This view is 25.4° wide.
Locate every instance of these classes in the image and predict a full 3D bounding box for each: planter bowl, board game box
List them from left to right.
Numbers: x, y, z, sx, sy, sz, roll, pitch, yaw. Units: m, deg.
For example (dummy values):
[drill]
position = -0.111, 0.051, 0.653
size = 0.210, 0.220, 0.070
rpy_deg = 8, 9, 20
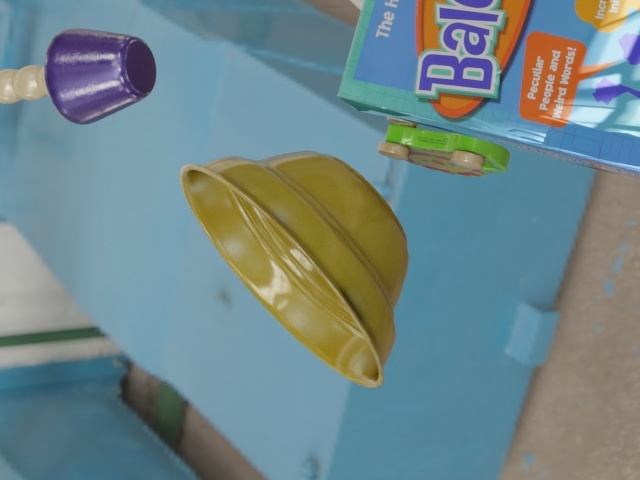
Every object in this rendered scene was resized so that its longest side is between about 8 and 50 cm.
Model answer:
[planter bowl]
position = 0.000, 0.000, 1.052
size = 0.217, 0.090, 0.217
rpy_deg = 43, 164, 15
[board game box]
position = 0.130, -0.113, 0.640
size = 0.210, 0.047, 0.160
rpy_deg = 15, 91, 16

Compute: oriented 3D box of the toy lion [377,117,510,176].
[toy lion]
position = 0.095, -0.064, 1.037
size = 0.100, 0.096, 0.034
rpy_deg = 10, 83, 37

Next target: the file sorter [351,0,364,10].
[file sorter]
position = 0.057, -0.293, 0.920
size = 0.278, 0.192, 0.173
rpy_deg = 50, 159, 45

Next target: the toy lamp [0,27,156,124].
[toy lamp]
position = -0.258, -0.125, 1.159
size = 0.274, 0.080, 0.080
rpy_deg = -3, 91, 28
